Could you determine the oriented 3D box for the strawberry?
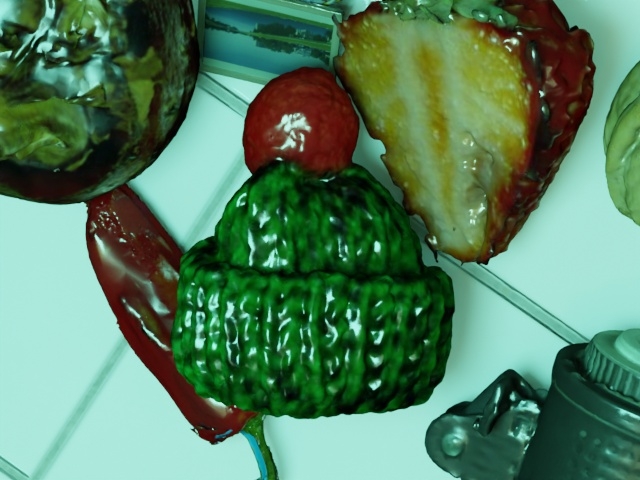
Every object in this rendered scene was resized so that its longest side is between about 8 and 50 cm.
[{"bbox_3d":[0.171,-0.134,1.638,0.253,0.150,0.280,-11,110,49],"label":"strawberry"}]

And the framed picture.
[{"bbox_3d":[-0.053,-0.200,1.717,0.149,0.011,0.109,14,132,8],"label":"framed picture"}]

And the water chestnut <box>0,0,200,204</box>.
[{"bbox_3d":[-0.285,-0.175,1.631,0.335,0.347,0.335,3,114,7],"label":"water chestnut"}]

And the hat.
[{"bbox_3d":[0.000,0.000,1.656,0.242,0.274,0.332,9,98,46],"label":"hat"}]

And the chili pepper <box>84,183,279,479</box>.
[{"bbox_3d":[-0.140,0.098,1.790,0.110,0.110,0.387,-34,91,18],"label":"chili pepper"}]

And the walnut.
[{"bbox_3d":[0.362,-0.104,1.580,0.198,0.198,0.245,42,117,0],"label":"walnut"}]

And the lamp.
[{"bbox_3d":[0.307,0.229,1.665,0.374,0.205,0.272,41,113,11],"label":"lamp"}]

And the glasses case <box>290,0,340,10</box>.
[{"bbox_3d":[0.068,-0.301,1.660,0.248,0.065,0.087,-27,104,20],"label":"glasses case"}]
